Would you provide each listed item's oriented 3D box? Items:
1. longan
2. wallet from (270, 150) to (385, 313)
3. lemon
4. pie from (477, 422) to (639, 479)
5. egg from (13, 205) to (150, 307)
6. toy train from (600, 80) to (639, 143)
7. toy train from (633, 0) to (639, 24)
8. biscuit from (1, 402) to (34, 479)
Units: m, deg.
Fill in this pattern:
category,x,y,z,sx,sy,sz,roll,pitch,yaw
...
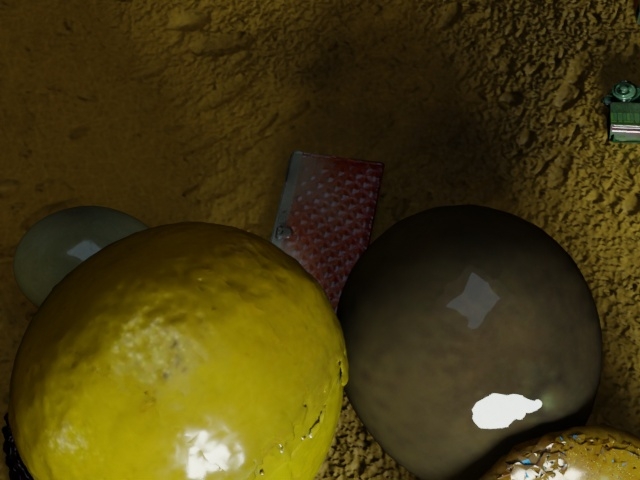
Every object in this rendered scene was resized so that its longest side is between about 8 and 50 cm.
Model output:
category,x,y,z,sx,sy,sz,roll,pitch,yaw
longan,0.137,0.095,1.421,0.258,0.258,0.258,-1,64,1
wallet,0.000,0.000,1.599,0.103,0.020,0.196,9,65,7
lemon,-0.118,0.127,1.343,0.297,0.297,0.297,-1,64,1
pie,0.220,0.286,1.359,0.273,0.069,0.273,-2,103,-7
egg,-0.227,0.023,1.542,0.152,0.114,0.114,0,64,0
toy train,0.371,-0.134,1.645,0.148,0.038,0.071,3,63,4
toy train,0.430,-0.262,1.688,0.188,0.072,0.099,23,66,13
biscuit,-0.211,0.188,1.493,0.194,0.053,0.194,0,64,1
